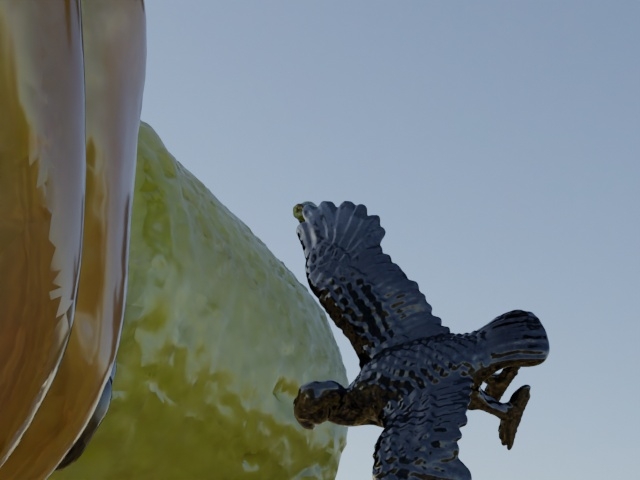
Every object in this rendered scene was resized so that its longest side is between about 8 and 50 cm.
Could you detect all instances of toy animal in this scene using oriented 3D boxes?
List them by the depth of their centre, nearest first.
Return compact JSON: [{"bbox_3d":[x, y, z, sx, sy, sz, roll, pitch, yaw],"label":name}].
[{"bbox_3d":[0.042,0.061,0.811,0.108,0.220,0.062,0,-43,-15],"label":"toy animal"}]

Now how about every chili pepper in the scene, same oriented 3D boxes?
[{"bbox_3d":[0.001,-0.001,1.159,0.017,0.030,0.083,-33,-50,-3],"label":"chili pepper"}]

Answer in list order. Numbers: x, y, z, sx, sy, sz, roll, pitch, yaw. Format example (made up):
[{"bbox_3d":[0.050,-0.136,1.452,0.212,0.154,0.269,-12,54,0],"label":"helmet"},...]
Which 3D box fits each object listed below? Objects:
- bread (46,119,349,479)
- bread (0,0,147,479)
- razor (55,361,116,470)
[{"bbox_3d":[-0.175,0.094,1.290,0.348,0.348,0.308,-4,-28,35],"label":"bread"},{"bbox_3d":[-0.154,-0.051,0.530,0.211,0.316,0.270,-7,-11,-5],"label":"bread"},{"bbox_3d":[-0.247,-0.008,0.890,0.327,0.189,0.107,27,-63,-20],"label":"razor"}]
